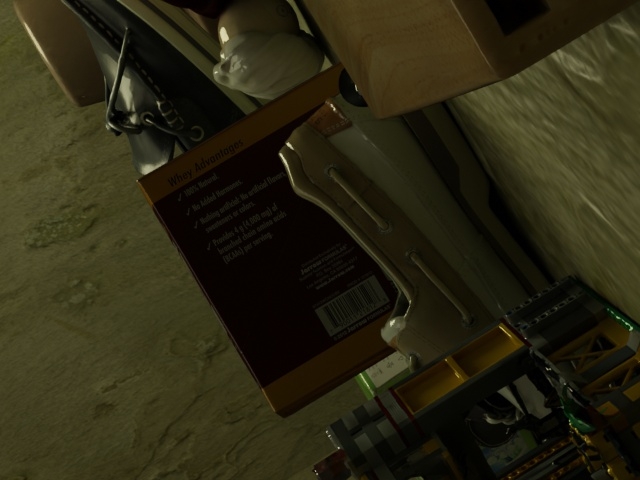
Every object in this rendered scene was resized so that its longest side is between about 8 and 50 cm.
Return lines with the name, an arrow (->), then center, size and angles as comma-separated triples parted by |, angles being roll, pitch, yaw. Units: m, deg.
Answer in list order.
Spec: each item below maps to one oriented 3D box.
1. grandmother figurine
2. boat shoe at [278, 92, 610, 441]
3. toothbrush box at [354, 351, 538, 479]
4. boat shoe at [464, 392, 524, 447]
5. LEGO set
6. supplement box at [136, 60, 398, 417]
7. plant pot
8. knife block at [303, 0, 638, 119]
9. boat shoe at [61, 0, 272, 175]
grandmother figurine -> -0.121, -0.262, 1.238 | 0.342, 0.104, 0.208 | 52, -139, -2
boat shoe -> 0.086, 0.039, 0.918 | 0.302, 0.103, 0.113 | 58, 177, 4
toothbrush box -> 0.115, 0.155, 1.469 | 0.283, 0.122, 0.206 | 59, 178, -37
boat shoe -> 0.142, 0.135, 1.259 | 0.065, 0.075, 0.206 | 60, 174, 38
LEGO set -> 0.136, 0.191, 0.763 | 0.331, 0.192, 0.255 | 60, 177, -29
supplement box -> 0.000, 0.000, 1.092 | 0.194, 0.191, 0.129 | 59, 177, 8
plant pot -> -0.229, -0.278, 1.730 | 0.263, 0.229, 0.263 | 59, 178, 4
knife block -> 0.045, -0.087, 0.478 | 0.276, 0.088, 0.242 | 56, 177, 40
boat shoe -> -0.153, -0.144, 1.488 | 0.500, 0.156, 0.187 | 44, -177, -23
